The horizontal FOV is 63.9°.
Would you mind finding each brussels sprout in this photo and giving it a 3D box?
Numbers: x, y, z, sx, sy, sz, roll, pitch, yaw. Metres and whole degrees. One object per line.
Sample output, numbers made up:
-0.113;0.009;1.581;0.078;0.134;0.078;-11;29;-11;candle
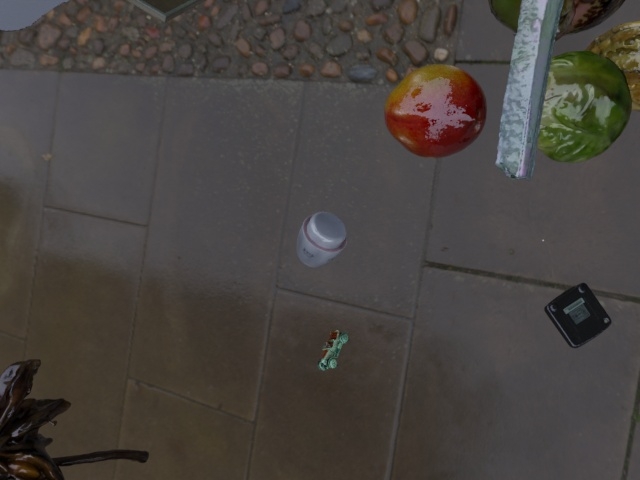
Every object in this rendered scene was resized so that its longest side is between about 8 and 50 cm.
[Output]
0.388;-0.212;0.798;0.162;0.180;0.144;-55;29;24;brussels sprout

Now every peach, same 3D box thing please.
0.232;-0.247;1.003;0.197;0.197;0.198;0;90;23;peach

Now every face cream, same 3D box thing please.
0.000;0.000;0.977;0.091;0.091;0.095;48;137;16;face cream

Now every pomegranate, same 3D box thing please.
0.441;-0.487;0.953;0.284;0.285;0.341;8;57;23;pomegranate

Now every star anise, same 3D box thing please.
-0.288;0.213;0.474;0.073;0.177;0.234;-17;121;41;star anise

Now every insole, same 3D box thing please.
-0.486;-0.433;0.901;0.231;0.003;0.080;-16;97;13;insole

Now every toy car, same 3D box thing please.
0.039;0.369;1.727;0.054;0.143;0.073;46;141;-20;toy car

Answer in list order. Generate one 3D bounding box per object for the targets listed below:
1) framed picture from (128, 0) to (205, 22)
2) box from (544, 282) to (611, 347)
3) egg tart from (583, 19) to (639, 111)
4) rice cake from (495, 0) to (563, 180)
-0.311;-0.520;1.017;0.184;0.250;0.016;30;135;0;framed picture
0.623;0.181;1.240;0.126;0.027;0.125;-30;78;-10;box
0.617;-0.318;0.978;0.240;0.241;0.106;9;73;23;egg tart
0.209;-0.165;0.507;0.034;0.043;0.211;16;107;41;rice cake
